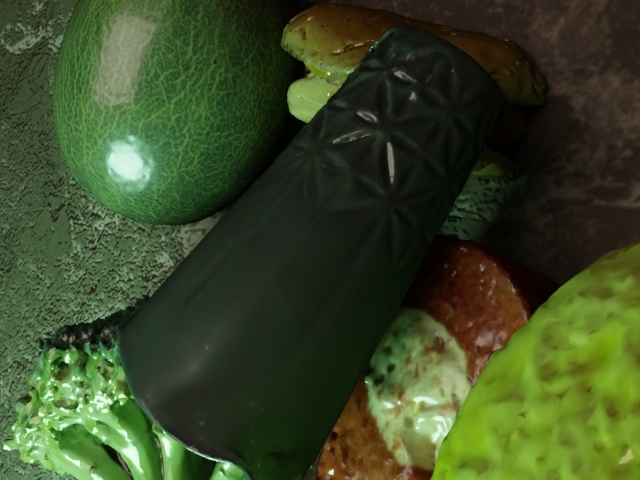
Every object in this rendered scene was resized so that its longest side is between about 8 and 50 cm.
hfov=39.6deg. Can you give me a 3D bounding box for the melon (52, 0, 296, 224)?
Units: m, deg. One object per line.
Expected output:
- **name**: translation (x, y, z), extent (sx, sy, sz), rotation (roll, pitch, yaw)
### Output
- **melon**: translation (-0.143, -0.168, 0.902), extent (0.237, 0.237, 0.302), rotation (29, 105, 44)

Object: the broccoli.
- **broccoli**: translation (-0.170, 0.243, 0.855), extent (0.353, 0.274, 0.397), rotation (-146, 64, -73)

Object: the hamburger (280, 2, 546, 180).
- **hamburger**: translation (0.057, -0.145, 0.778), extent (0.262, 0.131, 0.124), rotation (22, 98, 40)

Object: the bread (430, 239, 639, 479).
- **bread**: translation (0.241, 0.186, 0.383), extent (0.348, 0.307, 0.348), rotation (-28, 46, 33)

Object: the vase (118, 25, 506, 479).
- **vase**: translation (0.000, 0.000, 0.621), extent (0.301, 0.156, 0.251), rotation (-55, 17, -4)

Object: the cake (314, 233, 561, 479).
- **cake**: translation (0.106, 0.139, 0.655), extent (0.177, 0.151, 0.283), rotation (5, 76, 37)
